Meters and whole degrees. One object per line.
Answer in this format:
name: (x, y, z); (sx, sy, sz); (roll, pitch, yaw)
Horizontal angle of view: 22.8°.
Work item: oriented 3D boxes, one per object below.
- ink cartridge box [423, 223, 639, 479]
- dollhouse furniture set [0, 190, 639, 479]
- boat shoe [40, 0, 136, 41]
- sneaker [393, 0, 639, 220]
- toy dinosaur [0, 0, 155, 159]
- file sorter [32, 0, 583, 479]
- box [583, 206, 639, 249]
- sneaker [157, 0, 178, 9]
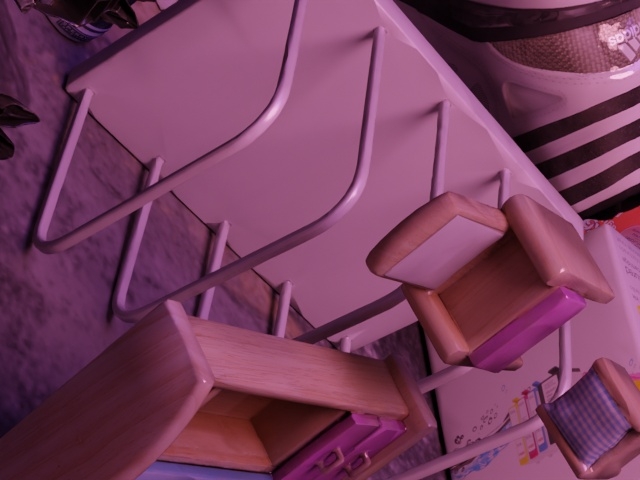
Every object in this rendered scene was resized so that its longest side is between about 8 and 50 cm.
ink cartridge box: (0.202, 0.146, 1.160); (0.171, 0.168, 0.232); (33, 39, -45)
dollhouse furniture set: (0.036, 0.173, 0.712); (0.198, 0.286, 0.303); (17, 39, -54)
boat shoe: (-0.134, -0.214, 1.011); (0.065, 0.083, 0.183); (30, 40, -46)
sneaker: (0.091, -0.126, 1.142); (0.447, 0.169, 0.257); (35, -38, 61)
toy dinosaur: (-0.208, -0.160, 0.800); (0.218, 0.164, 0.322); (52, 37, 10)
file sorter: (0.000, 0.000, 0.925); (0.278, 0.193, 0.173); (45, 34, -30)
box: (0.199, -0.117, 1.429); (0.142, 0.154, 0.300); (40, 35, -35)
sneaker: (-0.065, -0.196, 1.105); (0.235, 0.095, 0.090); (56, 25, -14)
